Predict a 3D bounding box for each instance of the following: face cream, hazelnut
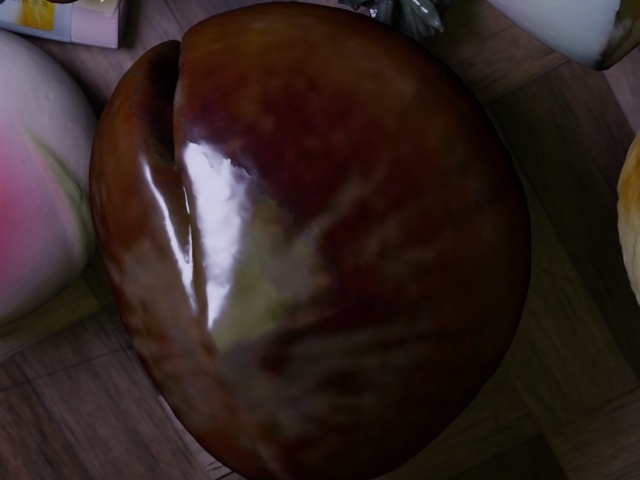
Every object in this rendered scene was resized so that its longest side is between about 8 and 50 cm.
[{"bbox_3d":[-0.280,-0.236,1.440,0.198,0.057,0.084,10,109,2],"label":"face cream"},{"bbox_3d":[0.000,0.000,1.345,0.402,0.402,0.429,-13,102,8],"label":"hazelnut"}]

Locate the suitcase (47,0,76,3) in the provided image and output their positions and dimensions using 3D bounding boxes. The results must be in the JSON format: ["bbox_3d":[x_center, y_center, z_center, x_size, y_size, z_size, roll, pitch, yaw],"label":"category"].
[{"bbox_3d":[-0.239,-0.369,1.294,0.297,0.161,0.236,44,138,-19],"label":"suitcase"}]

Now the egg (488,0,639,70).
[{"bbox_3d":[0.206,-0.366,1.224,0.340,0.354,0.354,41,107,10],"label":"egg"}]

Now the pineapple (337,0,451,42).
[{"bbox_3d":[0.027,-0.284,1.374,0.248,0.128,0.128,40,106,-14],"label":"pineapple"}]

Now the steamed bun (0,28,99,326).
[{"bbox_3d":[-0.344,-0.046,1.387,0.309,0.309,0.309,1,108,4],"label":"steamed bun"}]

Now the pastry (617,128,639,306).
[{"bbox_3d":[0.445,-0.021,1.298,0.312,0.388,0.389,25,109,-21],"label":"pastry"}]
